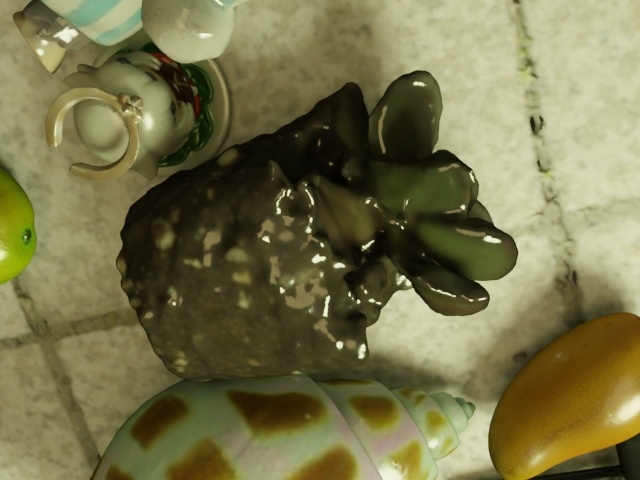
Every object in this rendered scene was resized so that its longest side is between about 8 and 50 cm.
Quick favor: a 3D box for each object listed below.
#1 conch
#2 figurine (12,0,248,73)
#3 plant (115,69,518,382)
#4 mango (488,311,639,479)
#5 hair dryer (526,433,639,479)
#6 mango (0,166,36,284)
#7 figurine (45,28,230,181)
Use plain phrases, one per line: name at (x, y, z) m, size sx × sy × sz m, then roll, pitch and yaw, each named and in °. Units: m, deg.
conch at (-0.048, 0.216, 0.660) m, size 0.368 × 0.197 × 0.249 m, roll 4°, pitch 146°, yaw 0°
figurine at (-0.051, -0.237, 0.377) m, size 0.361 × 0.378 × 0.266 m, roll -34°, pitch 106°, yaw -2°
plant at (0.000, 0.000, 0.578) m, size 0.276 × 0.188 × 0.199 m, roll -19°, pitch 107°, yaw 12°
mango at (0.221, 0.136, 0.649) m, size 0.085 × 0.102 × 0.184 m, roll 29°, pitch 116°, yaw -38°
hair dryer at (0.220, 0.222, 0.700) m, size 0.255 × 0.070 × 0.128 m, roll -12°, pitch 106°, yaw 15°
mango at (-0.325, -0.028, 0.659) m, size 0.117 × 0.089 × 0.163 m, roll -41°, pitch 99°, yaw 17°
figurine at (-0.149, -0.094, 0.582) m, size 0.132 × 0.154 × 0.132 m, roll 2°, pitch 109°, yaw 6°
